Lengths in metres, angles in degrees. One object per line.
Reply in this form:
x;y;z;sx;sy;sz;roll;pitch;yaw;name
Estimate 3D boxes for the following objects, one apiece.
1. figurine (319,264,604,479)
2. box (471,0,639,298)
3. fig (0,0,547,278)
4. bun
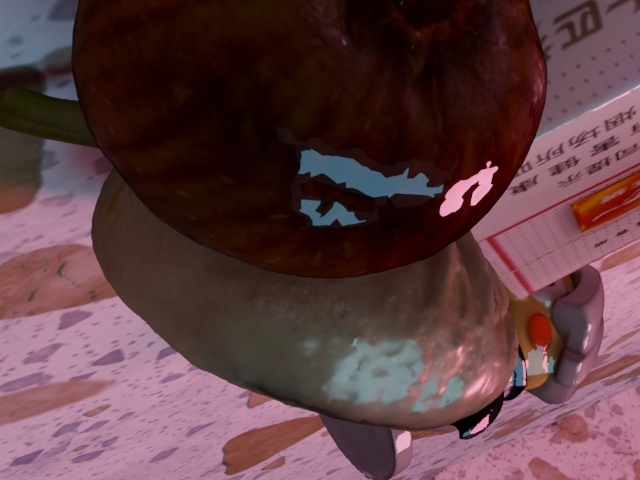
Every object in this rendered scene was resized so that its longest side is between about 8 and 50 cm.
0.108;0.075;0.986;0.236;0.176;0.133;-24;145;-24;figurine
0.174;-0.073;0.773;0.210;0.095;0.330;-28;163;9;box
-0.020;-0.061;0.487;0.175;0.175;0.207;-13;173;-31;fig
0.000;0.000;0.613;0.222;0.222;0.128;5;108;-56;bun
